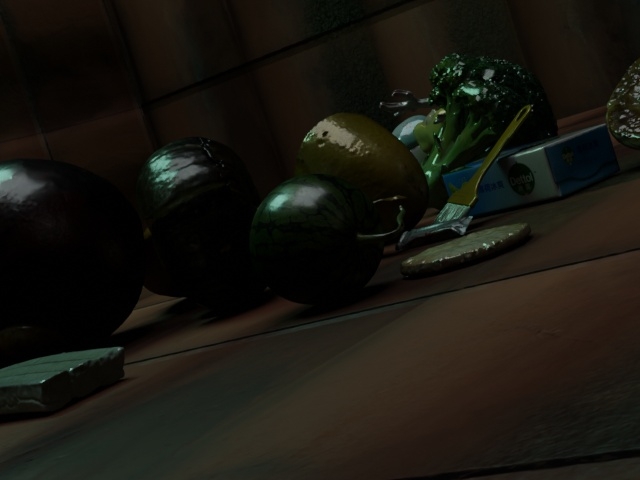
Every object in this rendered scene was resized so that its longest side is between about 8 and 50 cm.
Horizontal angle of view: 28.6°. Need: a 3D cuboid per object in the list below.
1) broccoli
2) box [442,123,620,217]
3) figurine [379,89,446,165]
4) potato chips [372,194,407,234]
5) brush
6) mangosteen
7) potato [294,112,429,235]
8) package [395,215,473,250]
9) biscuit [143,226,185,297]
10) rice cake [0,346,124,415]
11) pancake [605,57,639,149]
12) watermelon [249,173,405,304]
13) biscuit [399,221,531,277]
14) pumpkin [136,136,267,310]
[{"bbox_3d":[0.246,-0.162,1.976,0.269,0.254,0.269,-43,-18,-18],"label":"broccoli"},{"bbox_3d":[0.284,-0.092,1.707,0.139,0.073,0.194,-22,6,-39],"label":"box"},{"bbox_3d":[0.216,-0.162,2.278,0.284,0.206,0.315,-14,-4,-21],"label":"figurine"},{"bbox_3d":[0.000,0.000,1.748,0.057,0.080,0.407,-2,-5,-27],"label":"potato chips"},{"bbox_3d":[0.217,-0.095,1.643,0.205,0.011,0.083,-55,15,-4],"label":"brush"},{"bbox_3d":[-0.368,0.038,1.660,0.297,0.293,0.297,-16,-37,-13],"label":"mangosteen"},{"bbox_3d":[0.078,-0.076,1.798,0.178,0.203,0.158,-27,32,-27],"label":"potato"},{"bbox_3d":[0.144,-0.010,1.601,0.110,0.015,0.037,-16,35,40],"label":"package"},{"bbox_3d":[-0.201,0.019,1.855,0.154,0.045,0.299,-41,-18,2],"label":"biscuit"},{"bbox_3d":[-0.314,0.155,1.328,0.237,0.043,0.127,-14,5,39],"label":"rice cake"},{"bbox_3d":[0.545,-0.231,1.643,0.356,0.065,0.356,-31,29,19],"label":"pancake"},{"bbox_3d":[0.008,-0.003,1.326,0.140,0.141,0.187,-22,10,-39],"label":"watermelon"},{"bbox_3d":[0.155,0.008,1.349,0.152,0.020,0.152,-18,4,1],"label":"biscuit"},{"bbox_3d":[-0.139,-0.024,1.609,0.159,0.238,0.238,-22,5,-6],"label":"pumpkin"}]
